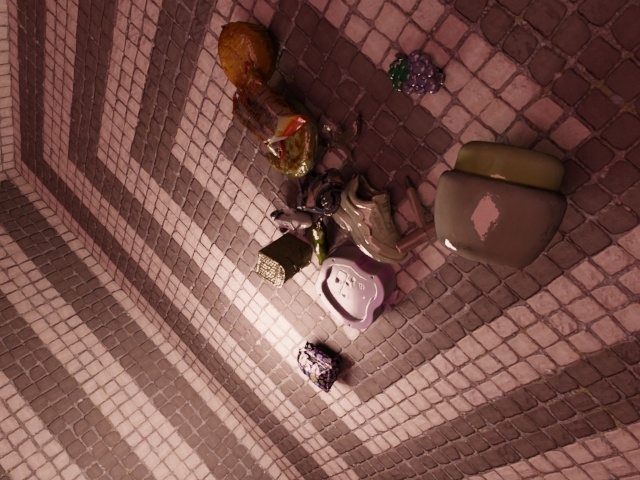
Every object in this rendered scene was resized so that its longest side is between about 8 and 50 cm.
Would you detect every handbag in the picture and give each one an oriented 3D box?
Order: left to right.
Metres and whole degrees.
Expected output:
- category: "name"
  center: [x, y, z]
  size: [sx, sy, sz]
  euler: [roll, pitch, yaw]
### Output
- category: "handbag"
  center: [-0.016, 0.590, 2.117]
  size: [0.208, 0.127, 0.228]
  euler: [26, 137, 24]

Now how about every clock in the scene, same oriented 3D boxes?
- category: "clock"
  center: [0.141, 0.190, 1.772]
  size: [0.339, 0.102, 0.338]
  euler: [19, 126, 29]

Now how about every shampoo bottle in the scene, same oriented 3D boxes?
- category: "shampoo bottle"
  center: [0.463, -0.090, 1.188]
  size: [0.322, 0.322, 0.317]
  euler: [22, 106, 27]

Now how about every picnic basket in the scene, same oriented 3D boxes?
- category: "picnic basket"
  center: [-0.146, 0.085, 1.874]
  size: [0.154, 0.196, 0.134]
  euler: [32, 130, 19]

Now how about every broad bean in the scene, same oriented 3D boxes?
- category: "broad bean"
  center: [0.000, 0.000, 1.750]
  size: [0.061, 0.077, 0.339]
  euler: [-1, 148, 4]

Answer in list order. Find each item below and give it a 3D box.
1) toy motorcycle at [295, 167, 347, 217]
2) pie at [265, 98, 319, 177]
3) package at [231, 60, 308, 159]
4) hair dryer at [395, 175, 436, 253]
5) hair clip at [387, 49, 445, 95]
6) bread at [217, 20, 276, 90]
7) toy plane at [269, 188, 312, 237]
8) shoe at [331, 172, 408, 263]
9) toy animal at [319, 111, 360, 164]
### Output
- category: "toy motorcycle"
  center: [0.001, -0.175, 1.594]
  size: [0.307, 0.108, 0.173]
  euler: [18, 88, 59]
- category: "pie"
  center: [-0.112, -0.368, 1.633]
  size: [0.302, 0.067, 0.302]
  euler: [21, 119, 45]
- category: "package"
  center: [-0.193, -0.436, 1.536]
  size: [0.288, 0.108, 0.223]
  euler: [41, 137, 2]
- category: "hair dryer"
  center: [0.297, -0.094, 1.478]
  size: [0.195, 0.054, 0.220]
  euler: [-33, 83, 18]
- category: "hair clip"
  center: [0.279, -0.489, 1.311]
  size: [0.195, 0.052, 0.124]
  euler: [23, 118, 37]
- category: "bread"
  center: [-0.253, -0.642, 1.572]
  size: [0.240, 0.139, 0.240]
  euler: [20, 126, 30]
- category: "toy plane"
  center: [-0.118, -0.084, 1.774]
  size: [0.255, 0.101, 0.251]
  euler: [23, 151, 52]
- category: "shoe"
  center: [0.189, -0.080, 1.554]
  size: [0.342, 0.132, 0.210]
  euler: [45, 137, 13]
- category: "toy animal"
  center: [0.060, -0.324, 1.538]
  size: [0.219, 0.095, 0.155]
  euler: [-16, 94, 45]
